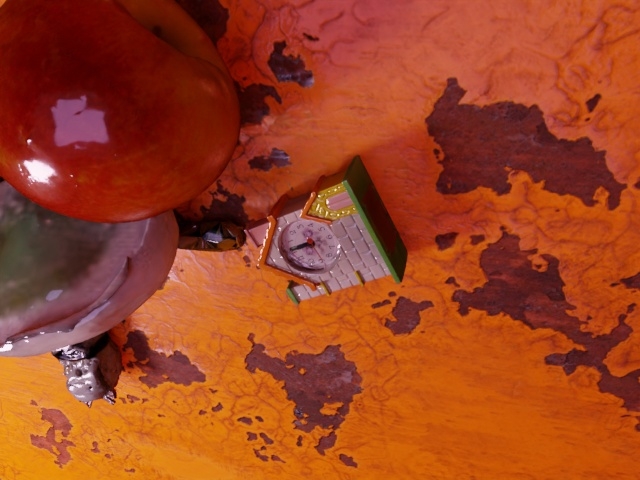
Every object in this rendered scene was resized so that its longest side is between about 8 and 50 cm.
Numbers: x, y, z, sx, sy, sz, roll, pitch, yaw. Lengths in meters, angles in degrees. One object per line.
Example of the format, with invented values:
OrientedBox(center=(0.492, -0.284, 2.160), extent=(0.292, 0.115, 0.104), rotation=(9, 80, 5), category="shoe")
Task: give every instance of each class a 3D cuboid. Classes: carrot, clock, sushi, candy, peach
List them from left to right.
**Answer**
OrientedBox(center=(-0.461, 0.024, 1.032), extent=(0.427, 0.386, 0.186), rotation=(-9, 157, 17), category="candy")
OrientedBox(center=(-0.580, 0.258, 1.319), extent=(0.124, 0.130, 0.332), rotation=(-7, 118, 19), category="sushi")
OrientedBox(center=(-0.326, -0.197, 0.833), extent=(0.389, 0.388, 0.388), rotation=(7, 122, 11), category="peach")
OrientedBox(center=(-0.264, -0.012, 1.108), extent=(0.229, 0.069, 0.068), rotation=(2, 121, 16), category="carrot")
OrientedBox(center=(0.000, 0.000, 1.012), extent=(0.255, 0.106, 0.219), rotation=(-20, 114, 26), category="clock")

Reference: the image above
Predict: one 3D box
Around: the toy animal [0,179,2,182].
OrientedBox(center=(-0.718, -0.088, 1.178), extent=(0.179, 0.089, 0.188), rotation=(24, 131, 18), category="toy animal")
